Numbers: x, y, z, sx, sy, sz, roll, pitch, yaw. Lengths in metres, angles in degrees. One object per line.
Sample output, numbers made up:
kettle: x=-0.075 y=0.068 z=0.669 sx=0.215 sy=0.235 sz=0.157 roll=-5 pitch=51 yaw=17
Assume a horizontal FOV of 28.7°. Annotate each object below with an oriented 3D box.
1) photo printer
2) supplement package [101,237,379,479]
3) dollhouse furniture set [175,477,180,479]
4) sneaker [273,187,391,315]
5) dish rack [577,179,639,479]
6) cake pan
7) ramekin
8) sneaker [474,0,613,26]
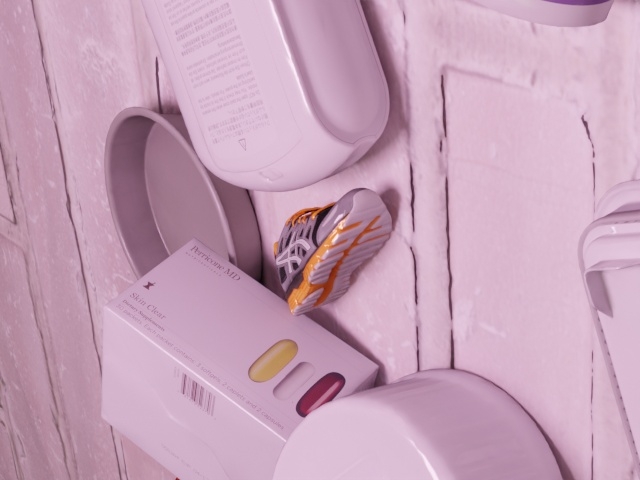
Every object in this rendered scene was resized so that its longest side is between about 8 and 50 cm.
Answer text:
photo printer: x=-0.062 y=-0.197 z=1.183 sx=0.256 sy=0.107 sz=0.307 roll=-11 pitch=100 yaw=58
supplement package: x=-0.095 y=0.165 z=1.360 sx=0.262 sy=0.145 sz=0.204 roll=33 pitch=139 yaw=20
dollhouse furniture set: x=-0.192 y=0.342 z=1.561 sx=0.135 sy=0.259 sz=0.262 roll=23 pitch=139 yaw=-3
sneaker: x=0.000 y=0.000 z=1.240 sx=0.083 sy=0.084 sz=0.215 roll=63 pitch=149 yaw=17
dish rack: x=0.311 y=0.095 z=0.841 sx=0.333 sy=0.072 sz=0.285 roll=-5 pitch=104 yaw=56
cake pan: x=-0.164 y=-0.025 z=1.496 sx=0.293 sy=0.054 sz=0.293 roll=34 pitch=135 yaw=42
ramekin: x=0.078 y=0.261 z=1.145 sx=0.277 sy=0.135 sz=0.277 roll=1 pitch=92 yaw=45
sneaker: x=0.115 y=-0.277 z=0.878 sx=0.282 sy=0.102 sz=0.161 roll=48 pitch=140 yaw=29
